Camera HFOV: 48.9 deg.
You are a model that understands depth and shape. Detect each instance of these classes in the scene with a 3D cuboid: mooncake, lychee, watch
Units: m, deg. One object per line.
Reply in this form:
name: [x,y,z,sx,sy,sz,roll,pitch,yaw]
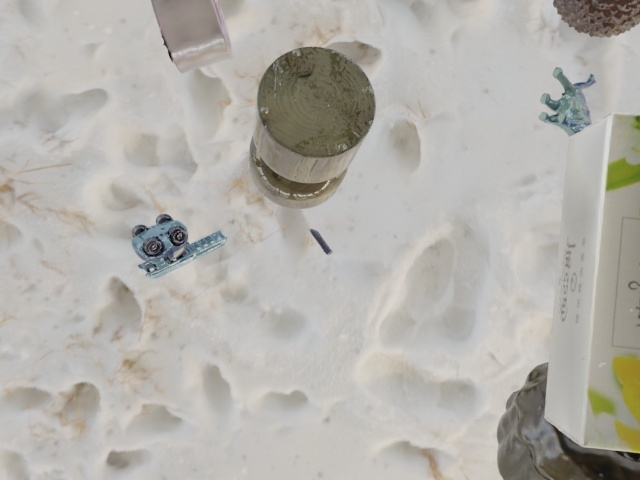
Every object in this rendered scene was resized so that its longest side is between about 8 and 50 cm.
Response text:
mooncake: [0.293,0.208,0.692,0.228,0.228,0.124,16,132,2]
lychee: [0.701,-0.646,1.740,0.264,0.264,0.300,-30,66,13]
watch: [-0.250,-0.424,1.271,0.211,0.248,0.217,-16,121,-2]

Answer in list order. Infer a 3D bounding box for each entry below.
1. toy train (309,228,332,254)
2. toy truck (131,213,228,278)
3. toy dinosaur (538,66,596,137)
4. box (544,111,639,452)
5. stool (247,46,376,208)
toy train: [0.000,0.000,1.761,0.017,0.017,0.083,-41,73,17]
toy truck: [-0.206,-0.002,1.030,0.136,0.063,0.074,-26,129,-22]
toy dinosaur: [0.532,-0.274,1.509,0.144,0.329,0.076,29,144,-19]
box: [0.300,0.040,0.570,0.195,0.111,0.260,5,90,2]
stool: [-0.024,-0.172,1.146,0.179,0.264,0.179,2,75,-8]
